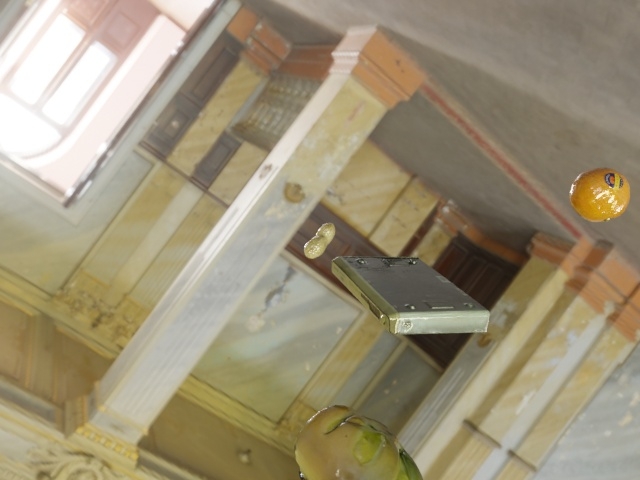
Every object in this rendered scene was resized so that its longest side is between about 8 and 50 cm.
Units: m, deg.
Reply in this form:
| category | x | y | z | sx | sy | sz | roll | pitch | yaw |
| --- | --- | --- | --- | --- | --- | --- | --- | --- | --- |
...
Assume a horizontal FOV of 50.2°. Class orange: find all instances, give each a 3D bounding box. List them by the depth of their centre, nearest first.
| category | x | y | z | sx | sy | sz | roll | pitch | yaw |
| --- | --- | --- | --- | --- | --- | --- | --- | --- | --- |
| orange | 0.397 | -0.065 | 0.972 | 0.084 | 0.083 | 0.083 | 37 | 180 | 0 |

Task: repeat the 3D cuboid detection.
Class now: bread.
| category | x | y | z | sx | sy | sz | roll | pitch | yaw |
| --- | --- | --- | --- | --- | --- | --- | --- | --- | --- |
| bread | 0.087 | 0.364 | 0.981 | 0.156 | 0.158 | 0.260 | 17 | 140 | 59 |

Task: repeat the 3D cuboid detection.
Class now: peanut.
| category | x | y | z | sx | sy | sz | roll | pitch | yaw |
| --- | --- | --- | --- | --- | --- | --- | --- | --- | --- |
| peanut | 0.000 | 0.000 | 1.290 | 0.037 | 0.083 | 0.037 | 27 | 157 | 13 |

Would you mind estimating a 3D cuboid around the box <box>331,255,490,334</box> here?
| category | x | y | z | sx | sy | sz | roll | pitch | yaw |
| --- | --- | --- | --- | --- | --- | --- | --- | --- | --- |
| box | 0.158 | 0.091 | 1.232 | 0.211 | 0.045 | 0.270 | 2 | -161 | -20 |
